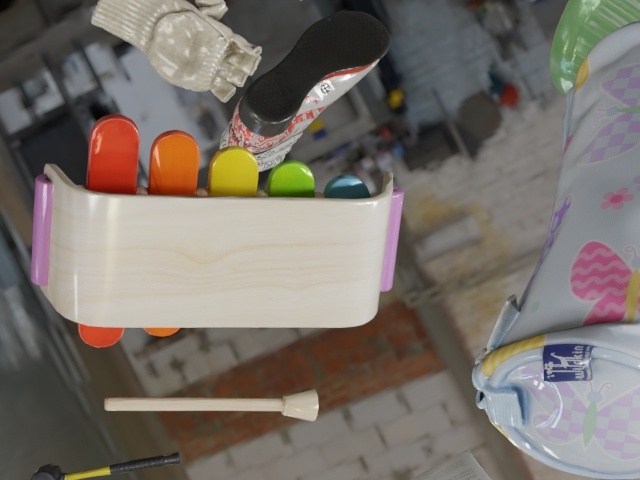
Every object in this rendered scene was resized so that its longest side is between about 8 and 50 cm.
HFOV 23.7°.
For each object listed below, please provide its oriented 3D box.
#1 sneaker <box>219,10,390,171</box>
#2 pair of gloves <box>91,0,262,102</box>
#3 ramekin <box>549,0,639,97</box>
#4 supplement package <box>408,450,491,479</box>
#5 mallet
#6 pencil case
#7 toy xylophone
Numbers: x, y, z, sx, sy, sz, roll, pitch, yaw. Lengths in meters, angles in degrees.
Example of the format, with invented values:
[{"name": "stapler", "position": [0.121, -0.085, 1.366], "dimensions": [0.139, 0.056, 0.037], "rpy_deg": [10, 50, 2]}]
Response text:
[{"name": "sneaker", "position": [-0.027, -0.190, 1.974], "dimensions": [0.270, 0.090, 0.145], "rpy_deg": [-42, 173, -36]}, {"name": "pair of gloves", "position": [-0.131, -0.297, 1.776], "dimensions": [0.240, 0.204, 0.042], "rpy_deg": [-54, 180, 8]}, {"name": "ramekin", "position": [0.454, -0.274, 1.972], "dimensions": [0.303, 0.148, 0.303], "rpy_deg": [-34, 148, -24]}, {"name": "supplement package", "position": [0.183, 0.456, 1.960], "dimensions": [0.199, 0.198, 0.263], "rpy_deg": [-25, -138, -13]}, {"name": "mallet", "position": [-0.268, 0.286, 1.883], "dimensions": [0.189, 0.039, 0.062], "rpy_deg": [-10, -178, 9]}, {"name": "pencil case", "position": [0.173, -0.001, 0.837], "dimensions": [0.124, 0.113, 0.273], "rpy_deg": [-5, -136, 33]}, {"name": "toy xylophone", "position": [-0.086, 0.031, 1.279], "dimensions": [0.322, 0.236, 0.081], "rpy_deg": [9, -160, -17]}]
